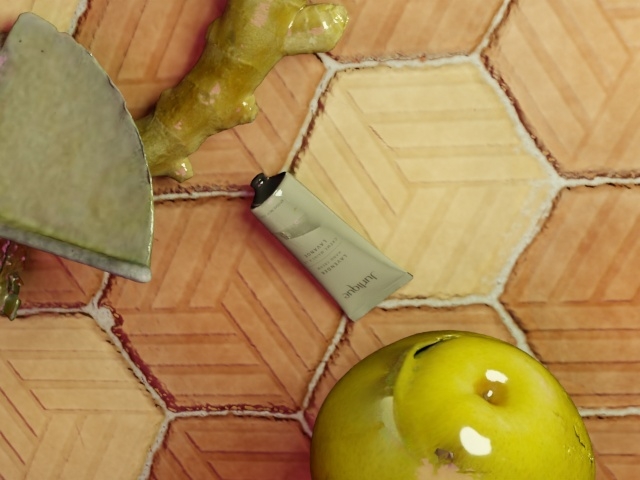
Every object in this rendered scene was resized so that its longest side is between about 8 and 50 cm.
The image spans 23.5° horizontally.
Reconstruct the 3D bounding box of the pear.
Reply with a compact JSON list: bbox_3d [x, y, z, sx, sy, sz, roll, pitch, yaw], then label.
[{"bbox_3d":[0.120,0.244,1.501,0.285,0.285,0.336,14,116,7],"label":"pear"}]

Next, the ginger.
[{"bbox_3d":[-0.104,-0.158,1.498,0.299,0.065,0.118,-40,94,27],"label":"ginger"}]

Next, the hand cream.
[{"bbox_3d":[0.000,0.000,1.551,0.186,0.054,0.087,43,119,-14],"label":"hand cream"}]

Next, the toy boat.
[{"bbox_3d":[-0.291,-0.086,1.526,0.293,0.111,0.276,-3,83,16],"label":"toy boat"}]

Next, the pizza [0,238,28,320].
[{"bbox_3d":[-0.352,-0.011,1.628,0.195,0.052,0.185,-41,82,18],"label":"pizza"}]
